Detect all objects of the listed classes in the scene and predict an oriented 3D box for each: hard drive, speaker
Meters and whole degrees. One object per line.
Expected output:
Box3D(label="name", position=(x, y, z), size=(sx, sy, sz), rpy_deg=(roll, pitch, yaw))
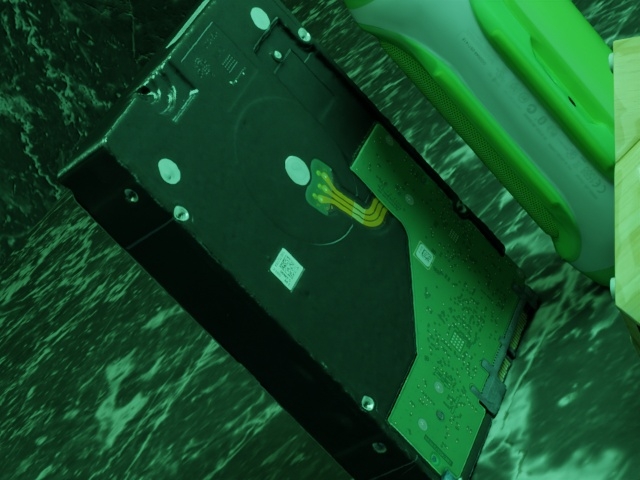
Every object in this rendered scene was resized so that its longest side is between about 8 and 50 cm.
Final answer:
Box3D(label="hard drive", position=(0.000, 0.000, 1.123), size=(0.064, 0.339, 0.237), rpy_deg=(-32, 20, 40))
Box3D(label="speaker", position=(0.144, -0.107, 1.127), size=(0.131, 0.296, 0.131), rpy_deg=(-39, 16, 14))

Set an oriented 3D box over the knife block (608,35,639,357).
Box3D(label="knife block", position=(0.302, -0.061, 0.988), size=(0.242, 0.088, 0.276), rpy_deg=(-6, 61, 20))
